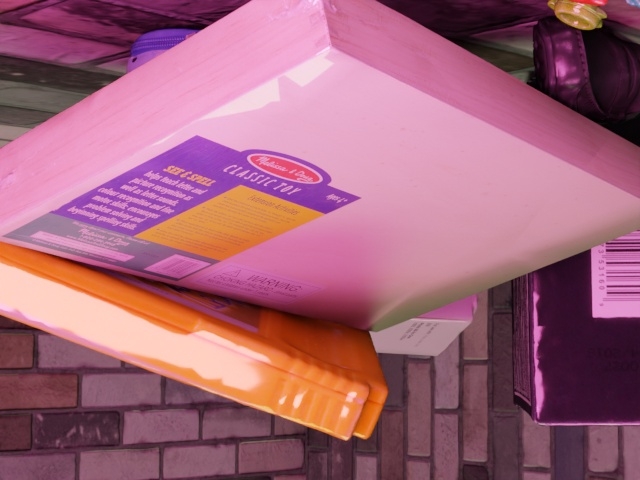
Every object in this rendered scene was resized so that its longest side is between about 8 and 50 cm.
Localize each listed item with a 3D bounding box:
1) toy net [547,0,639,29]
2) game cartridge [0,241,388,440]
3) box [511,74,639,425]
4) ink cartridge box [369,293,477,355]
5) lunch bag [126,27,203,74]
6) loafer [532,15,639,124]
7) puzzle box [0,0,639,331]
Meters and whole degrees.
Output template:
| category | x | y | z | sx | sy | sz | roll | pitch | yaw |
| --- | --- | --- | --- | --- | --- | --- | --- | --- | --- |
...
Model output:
| category | x | y | z | sx | sy | sz | roll | pitch | yaw |
| --- | --- | --- | --- | --- | --- | --- | --- | --- | --- |
| toy net | 0.191 | -0.154 | 0.742 | 0.122 | 0.045 | 0.232 | 23 | 176 | 8 |
| game cartridge | -0.111 | 0.044 | 0.977 | 0.324 | 0.052 | 0.285 | 20 | -175 | -3 |
| box | 0.272 | 0.016 | 1.247 | 0.183 | 0.296 | 0.294 | 0 | 176 | 4 |
| ink cartridge box | 0.000 | 0.000 | 1.380 | 0.289 | 0.211 | 0.121 | 5 | 154 | -13 |
| lunch bag | -0.029 | -0.080 | 1.064 | 0.243 | 0.115 | 0.303 | 6 | 168 | 11 |
| loafer | 0.198 | -0.121 | 0.953 | 0.078 | 0.076 | 0.223 | -6 | 178 | 18 |
| puzzle box | 0.022 | -0.032 | 0.875 | 0.272 | 0.052 | 0.409 | -23 | 155 | 32 |
